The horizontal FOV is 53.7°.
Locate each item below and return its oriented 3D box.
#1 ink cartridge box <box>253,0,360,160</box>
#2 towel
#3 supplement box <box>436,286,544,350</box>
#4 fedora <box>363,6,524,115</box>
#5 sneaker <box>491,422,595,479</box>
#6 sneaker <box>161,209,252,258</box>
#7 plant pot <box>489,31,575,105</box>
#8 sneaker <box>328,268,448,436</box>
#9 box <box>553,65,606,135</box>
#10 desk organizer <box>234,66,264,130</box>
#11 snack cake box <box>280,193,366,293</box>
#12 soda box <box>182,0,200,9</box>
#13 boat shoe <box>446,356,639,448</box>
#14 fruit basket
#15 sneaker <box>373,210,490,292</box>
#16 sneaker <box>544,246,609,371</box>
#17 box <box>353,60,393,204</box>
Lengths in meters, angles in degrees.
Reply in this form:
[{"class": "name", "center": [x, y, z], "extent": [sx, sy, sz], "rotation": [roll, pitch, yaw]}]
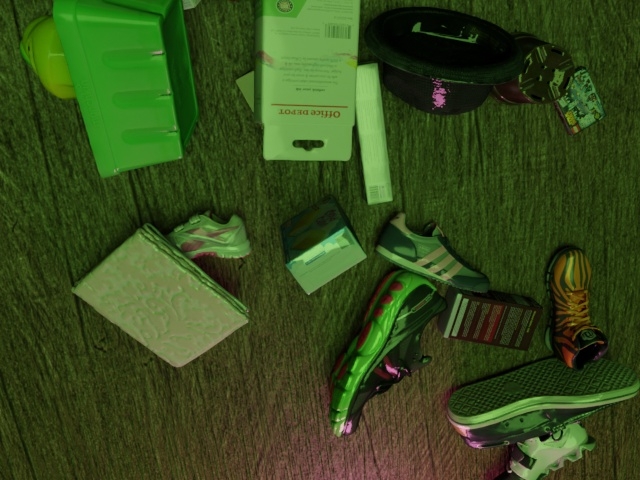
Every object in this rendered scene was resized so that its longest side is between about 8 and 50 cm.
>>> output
[{"class": "ink cartridge box", "center": [-0.035, -0.350, 1.343], "extent": [0.207, 0.119, 0.353], "rotation": [-1, 102, -16]}, {"class": "towel", "center": [-0.375, 0.142, 1.484], "extent": [0.332, 0.053, 0.317], "rotation": [43, 125, -18]}, {"class": "supplement box", "center": [0.439, 0.200, 1.645], "extent": [0.240, 0.073, 0.130], "rotation": [12, 108, -9]}, {"class": "fedora", "center": [0.251, -0.365, 1.344], "extent": [0.335, 0.333, 0.152], "rotation": [0, 135, -7]}, {"class": "sneaker", "center": [0.591, 0.597, 1.791], "extent": [0.331, 0.122, 0.146], "rotation": [-38, 91, 8]}, {"class": "sneaker", "center": [-0.288, -0.017, 1.480], "extent": [0.253, 0.103, 0.111], "rotation": [-2, 101, -8]}, {"class": "plant pot", "center": [0.467, -0.374, 1.400], "extent": [0.167, 0.165, 0.166], "rotation": [-2, 109, -6]}, {"class": "sneaker", "center": [0.165, 0.312, 1.596], "extent": [0.202, 0.185, 0.482], "rotation": [25, 106, -10]}, {"class": "box", "center": [0.610, -0.330, 1.504], "extent": [0.094, 0.027, 0.137], "rotation": [-32, 110, 6]}, {"class": "desk organizer", "center": [-0.138, -0.316, 1.415], "extent": [0.050, 0.047, 0.130], "rotation": [-27, 110, 6]}, {"class": "snack cake box", "center": [0.000, 0.000, 1.423], "extent": [0.152, 0.264, 0.089], "rotation": [-34, 109, 5]}, {"class": "soda box", "center": [-0.335, -0.492, 1.256], "extent": [0.216, 0.073, 0.069], "rotation": [0, 137, 27]}, {"class": "boat shoe", "center": [0.593, 0.438, 1.695], "extent": [0.501, 0.186, 0.155], "rotation": [-16, 115, 5]}, {"class": "fruit basket", "center": [-0.443, -0.339, 1.234], "extent": [0.393, 0.282, 0.391], "rotation": [3, 133, 3]}, {"class": "sneaker", "center": [0.296, 0.032, 1.553], "extent": [0.319, 0.112, 0.131], "rotation": [20, 96, -18]}, {"class": "sneaker", "center": [0.665, 0.186, 1.608], "extent": [0.125, 0.180, 0.320], "rotation": [-8, 110, -4]}, {"class": "box", "center": [0.114, -0.244, 1.459], "extent": [0.067, 0.063, 0.323], "rotation": [-11, 110, -4]}]
